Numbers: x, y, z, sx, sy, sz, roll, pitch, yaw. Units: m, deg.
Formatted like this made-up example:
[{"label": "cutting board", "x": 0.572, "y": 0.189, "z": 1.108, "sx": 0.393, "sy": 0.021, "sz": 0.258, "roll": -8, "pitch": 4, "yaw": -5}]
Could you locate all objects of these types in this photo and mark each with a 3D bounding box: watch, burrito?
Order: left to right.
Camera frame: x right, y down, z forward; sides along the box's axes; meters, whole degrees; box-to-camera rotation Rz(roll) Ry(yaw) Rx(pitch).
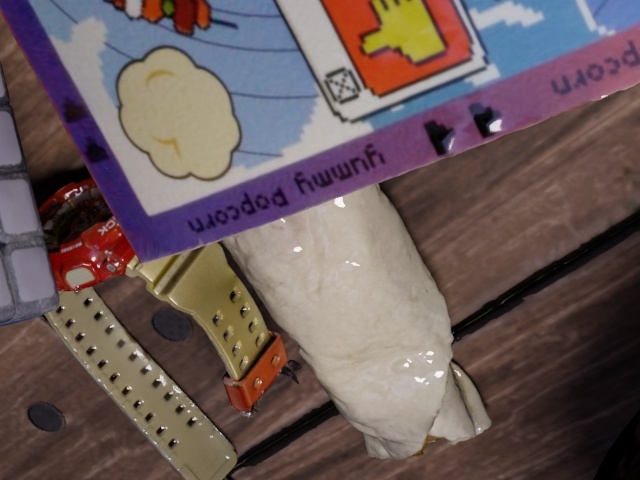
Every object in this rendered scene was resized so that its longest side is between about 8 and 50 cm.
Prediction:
[{"label": "watch", "x": -0.101, "y": 0.074, "z": 1.120, "sx": 0.165, "sy": 0.102, "sz": 0.268, "roll": -8, "pitch": 127, "yaw": 47}, {"label": "burrito", "x": 0.000, "y": 0.000, "z": 1.040, "sx": 0.117, "sy": 0.076, "sz": 0.392, "roll": -16, "pitch": 121, "yaw": 23}]

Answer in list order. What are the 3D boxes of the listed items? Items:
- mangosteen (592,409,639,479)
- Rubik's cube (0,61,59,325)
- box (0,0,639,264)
[{"label": "mangosteen", "x": 0.332, "y": 0.152, "z": 0.886, "sx": 0.382, "sy": 0.382, "sz": 0.435, "roll": 2, "pitch": 89, "yaw": 19}, {"label": "Rubik's cube", "x": -0.337, "y": -0.029, "z": 0.988, "sx": 0.237, "sy": 0.237, "sz": 0.238, "roll": -16, "pitch": 88, "yaw": 28}, {"label": "box", "x": 0.015, "y": -0.224, "z": 0.605, "sx": 0.319, "sy": 0.257, "sz": 0.348, "roll": -19, "pitch": 106, "yaw": 28}]
